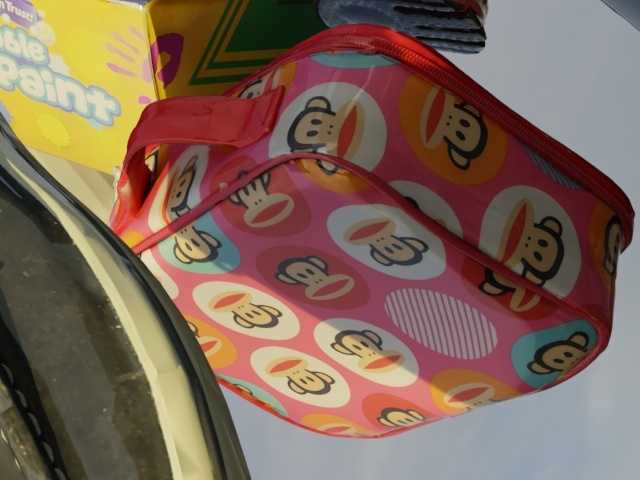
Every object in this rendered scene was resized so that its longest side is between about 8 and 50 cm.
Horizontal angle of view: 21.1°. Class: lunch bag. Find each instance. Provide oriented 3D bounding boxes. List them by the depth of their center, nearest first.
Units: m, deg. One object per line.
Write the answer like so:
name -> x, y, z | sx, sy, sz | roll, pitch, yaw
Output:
lunch bag -> 0.000, 0.000, 0.972 | 0.258, 0.293, 0.120 | 32, -121, -24

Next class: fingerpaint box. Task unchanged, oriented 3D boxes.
fingerpaint box -> -0.190, -0.249, 1.316 | 0.371, 0.444, 0.163 | -48, -35, -39

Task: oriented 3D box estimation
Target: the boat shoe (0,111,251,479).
boat shoe -> -0.181, 0.014, 0.621 | 0.156, 0.500, 0.187 | -9, -35, -41

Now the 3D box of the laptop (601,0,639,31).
laptop -> 0.305, -0.224, 1.017 | 0.408, 0.382, 0.236 | -56, -12, 33

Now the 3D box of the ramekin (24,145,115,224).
ramekin -> -0.290, -0.043, 1.581 | 0.135, 0.277, 0.277 | 55, -135, -19

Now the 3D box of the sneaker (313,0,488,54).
sneaker -> 0.051, -0.215, 1.050 | 0.314, 0.116, 0.136 | 51, -127, -67
